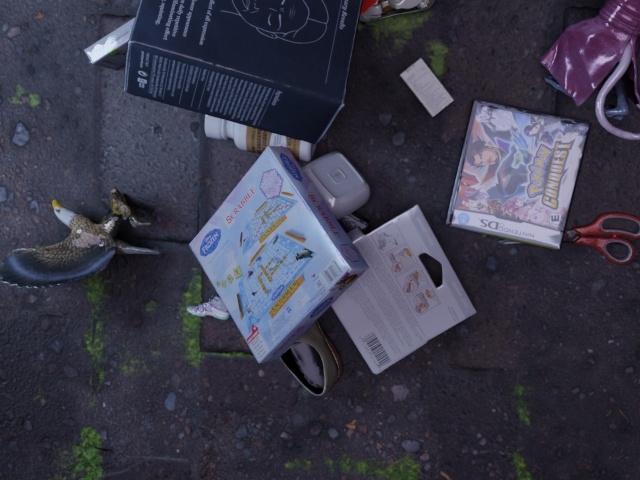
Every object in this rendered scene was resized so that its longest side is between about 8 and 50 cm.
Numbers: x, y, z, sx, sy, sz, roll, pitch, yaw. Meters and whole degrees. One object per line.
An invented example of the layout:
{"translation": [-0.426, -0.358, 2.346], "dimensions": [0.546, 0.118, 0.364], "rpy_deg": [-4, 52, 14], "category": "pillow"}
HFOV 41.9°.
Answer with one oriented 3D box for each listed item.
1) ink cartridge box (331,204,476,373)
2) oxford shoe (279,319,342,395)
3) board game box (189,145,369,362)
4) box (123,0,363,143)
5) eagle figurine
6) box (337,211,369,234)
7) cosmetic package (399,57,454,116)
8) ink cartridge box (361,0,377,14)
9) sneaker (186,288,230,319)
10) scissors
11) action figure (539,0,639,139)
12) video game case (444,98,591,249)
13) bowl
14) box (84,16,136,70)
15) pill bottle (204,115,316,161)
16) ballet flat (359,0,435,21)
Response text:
{"translation": [0.151, 0.099, 1.769], "dimensions": [0.261, 0.066, 0.296], "rpy_deg": [-31, 111, 0], "category": "ink cartridge box"}
{"translation": [-0.066, 0.180, 1.809], "dimensions": [0.123, 0.130, 0.348], "rpy_deg": [-36, 92, 12], "category": "oxford shoe"}
{"translation": [-0.097, 0.030, 1.706], "dimensions": [0.319, 0.066, 0.318], "rpy_deg": [-46, 65, 31], "category": "board game box"}
{"translation": [-0.142, -0.398, 1.585], "dimensions": [0.395, 0.212, 0.294], "rpy_deg": [14, 72, -10], "category": "box"}
{"translation": [-0.524, 0.011, 1.798], "dimensions": [0.298, 0.226, 0.225], "rpy_deg": [-46, 54, -7], "category": "eagle figurine"}
{"translation": [0.000, 0.000, 1.806], "dimensions": [0.147, 0.077, 0.180], "rpy_deg": [30, 99, 1], "category": "box"}
{"translation": [0.224, -0.322, 1.760], "dimensions": [0.060, 0.041, 0.115], "rpy_deg": [-37, 92, 9], "category": "cosmetic package"}
{"translation": [0.103, -0.593, 1.697], "dimensions": [0.232, 0.066, 0.189], "rpy_deg": [-37, 69, 6], "category": "ink cartridge box"}
{"translation": [-0.248, 0.137, 1.872], "dimensions": [0.098, 0.038, 0.069], "rpy_deg": [8, 97, -5], "category": "sneaker"}
{"translation": [0.537, -0.020, 1.782], "dimensions": [0.297, 0.021, 0.109], "rpy_deg": [9, 101, 5], "category": "scissors"}
{"translation": [0.572, -0.424, 1.589], "dimensions": [0.248, 0.276, 0.370], "rpy_deg": [12, 127, -13], "category": "action figure"}
{"translation": [0.413, -0.138, 1.760], "dimensions": [0.248, 0.035, 0.275], "rpy_deg": [13, 97, 7], "category": "video game case"}
{"translation": [0.029, -0.123, 1.751], "dimensions": [0.142, 0.053, 0.142], "rpy_deg": [-29, 73, -32], "category": "bowl"}
{"translation": [-0.387, -0.426, 1.754], "dimensions": [0.186, 0.145, 0.038], "rpy_deg": [-29, 93, 8], "category": "box"}
{"translation": [-0.120, -0.248, 1.758], "dimensions": [0.229, 0.131, 0.131], "rpy_deg": [11, 98, 4], "category": "pill bottle"}
{"translation": [0.135, -0.493, 1.726], "dimensions": [0.213, 0.068, 0.072], "rpy_deg": [-12, 124, 6], "category": "ballet flat"}
